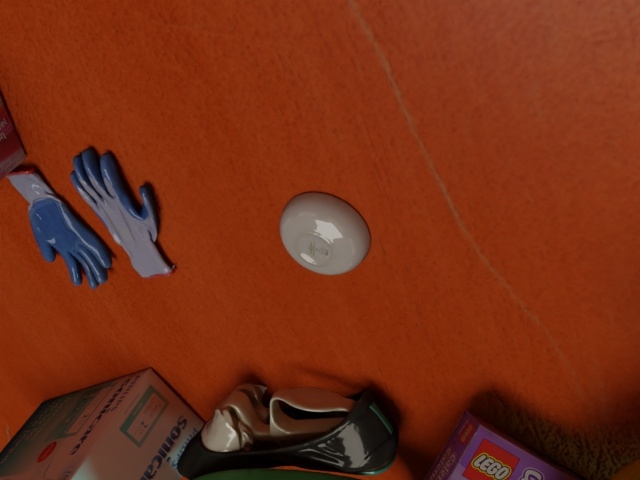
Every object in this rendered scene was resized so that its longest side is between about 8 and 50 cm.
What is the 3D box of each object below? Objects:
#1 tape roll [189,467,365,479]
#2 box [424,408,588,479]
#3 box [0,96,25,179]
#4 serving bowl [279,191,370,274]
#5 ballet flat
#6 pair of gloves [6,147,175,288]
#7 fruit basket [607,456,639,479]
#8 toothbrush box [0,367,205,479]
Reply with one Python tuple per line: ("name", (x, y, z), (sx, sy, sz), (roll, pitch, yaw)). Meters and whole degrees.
("tape roll", (-0.014, 0.353, 0.824), (0.321, 0.077, 0.321), (4, 143, 3))
("box", (0.212, 0.319, 0.663), (0.293, 0.201, 0.057), (30, 180, -4))
("box", (-0.403, -0.059, 0.618), (0.128, 0.257, 0.123), (11, 133, 20))
("serving bowl", (0.000, 0.000, 0.618), (0.083, 0.027, 0.083), (14, 133, 16))
("ballet flat", (-0.050, 0.203, 0.785), (0.280, 0.095, 0.096), (-12, 112, 24))
("pair of gloves", (-0.236, -0.017, 0.734), (0.198, 0.023, 0.159), (-4, 126, 32))
("fruit basket", (0.334, 0.213, 0.485), (0.392, 0.283, 0.392), (40, 164, 14))
("toothbrush box", (-0.316, 0.307, 0.921), (0.295, 0.216, 0.126), (-21, 116, 40))
